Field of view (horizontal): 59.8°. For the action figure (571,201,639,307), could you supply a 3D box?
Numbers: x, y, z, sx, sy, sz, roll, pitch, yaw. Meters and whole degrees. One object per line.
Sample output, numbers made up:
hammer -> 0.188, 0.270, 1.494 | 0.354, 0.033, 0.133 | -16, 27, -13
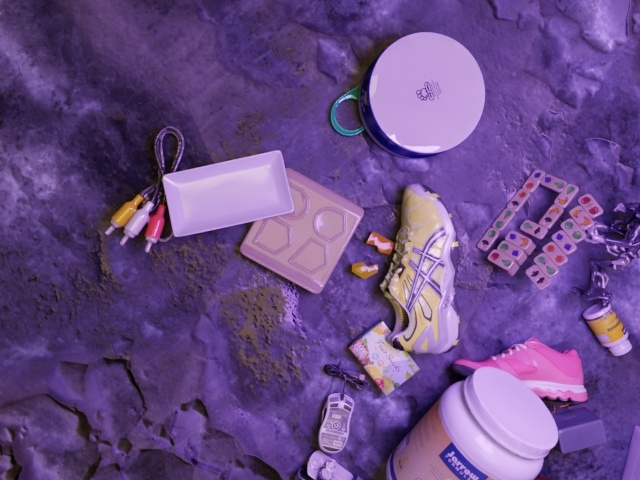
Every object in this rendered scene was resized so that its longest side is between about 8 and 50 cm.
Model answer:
action figure -> 0.644, 0.004, 1.226 | 0.141, 0.164, 0.275 | 33, 107, 33

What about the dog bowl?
dog bowl -> 0.223, -0.317, 1.237 | 0.265, 0.104, 0.264 | 0, 92, -8

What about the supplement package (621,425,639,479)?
supplement package -> 0.815, 0.543, 1.185 | 0.178, 0.293, 0.175 | 15, 89, -2

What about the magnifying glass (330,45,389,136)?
magnifying glass -> 0.104, -0.345, 1.287 | 0.092, 0.026, 0.230 | 32, 91, -3

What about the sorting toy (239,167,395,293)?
sorting toy -> 0.000, 0.000, 1.278 | 0.307, 0.041, 0.229 | 29, 85, -2

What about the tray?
tray -> -0.204, -0.103, 1.238 | 0.271, 0.030, 0.145 | -12, 86, -3

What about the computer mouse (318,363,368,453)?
computer mouse -> 0.038, 0.387, 1.278 | 0.106, 0.042, 0.192 | 16, 84, -7

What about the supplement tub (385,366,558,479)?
supplement tub -> 0.304, 0.434, 1.143 | 0.228, 0.228, 0.316 | 29, 118, -2

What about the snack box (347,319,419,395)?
snack box -> 0.145, 0.268, 1.282 | 0.100, 0.037, 0.141 | -38, 92, -3

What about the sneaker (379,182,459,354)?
sneaker -> 0.211, 0.065, 1.223 | 0.147, 0.145, 0.384 | -6, 89, -14

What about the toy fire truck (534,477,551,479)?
toy fire truck -> 0.442, 0.606, 1.256 | 0.217, 0.158, 0.246 | -41, 102, -1

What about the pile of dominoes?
pile of dominoes -> 0.479, -0.034, 1.231 | 0.251, 0.196, 0.040 | -53, 137, -1

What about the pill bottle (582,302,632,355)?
pill bottle -> 0.668, 0.206, 1.291 | 0.065, 0.065, 0.116 | -33, 92, -2

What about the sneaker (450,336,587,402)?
sneaker -> 0.450, 0.286, 1.277 | 0.314, 0.116, 0.136 | 10, 73, -4

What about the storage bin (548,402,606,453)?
storage bin -> 0.577, 0.428, 1.275 | 0.135, 0.091, 0.098 | -14, 91, -3

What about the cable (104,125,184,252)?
cable -> -0.356, -0.110, 1.242 | 0.140, 0.072, 0.287 | 25, 89, -8

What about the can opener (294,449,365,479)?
can opener -> 0.076, 0.584, 1.274 | 0.280, 0.074, 0.093 | 34, 123, -1
